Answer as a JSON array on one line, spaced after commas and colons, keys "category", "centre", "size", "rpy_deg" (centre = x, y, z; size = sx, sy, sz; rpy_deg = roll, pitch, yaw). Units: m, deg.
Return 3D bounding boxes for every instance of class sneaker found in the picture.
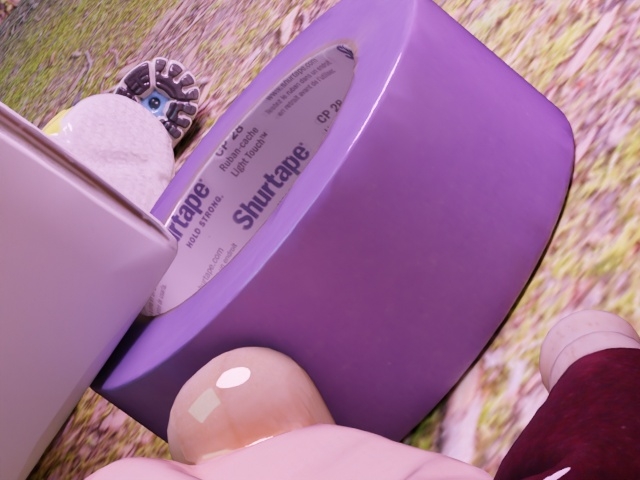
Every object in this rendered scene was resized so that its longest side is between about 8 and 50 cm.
[{"category": "sneaker", "centre": [-0.130, -0.045, 1.185], "size": [0.162, 0.063, 0.073], "rpy_deg": [-45, 0, 7]}, {"category": "sneaker", "centre": [-0.166, 0.024, 1.055], "size": [0.126, 0.091, 0.240], "rpy_deg": [-34, 25, 47]}]

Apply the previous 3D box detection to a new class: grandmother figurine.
[{"category": "grandmother figurine", "centre": [0.016, 0.097, 0.433], "size": [0.208, 0.104, 0.342], "rpy_deg": [-65, 17, -12]}]

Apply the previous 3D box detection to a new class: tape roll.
[{"category": "tape roll", "centre": [0.000, 0.000, 0.695], "size": [0.189, 0.080, 0.189], "rpy_deg": [-46, 17, 19]}]

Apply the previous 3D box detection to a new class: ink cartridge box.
[{"category": "ink cartridge box", "centre": [-0.233, 0.047, 0.804], "size": [0.279, 0.160, 0.384], "rpy_deg": [-56, 18, -3]}]
